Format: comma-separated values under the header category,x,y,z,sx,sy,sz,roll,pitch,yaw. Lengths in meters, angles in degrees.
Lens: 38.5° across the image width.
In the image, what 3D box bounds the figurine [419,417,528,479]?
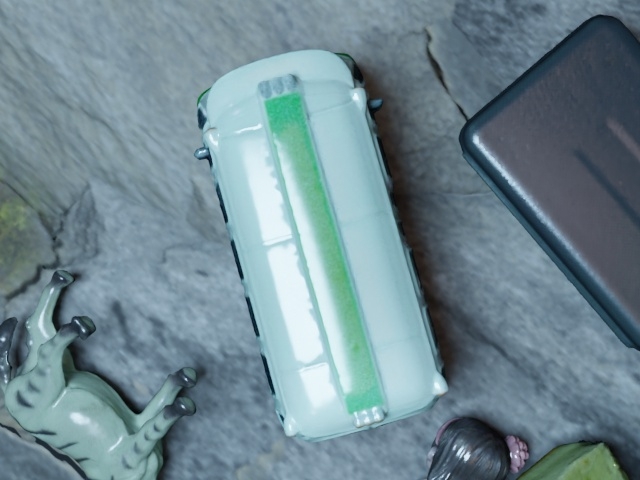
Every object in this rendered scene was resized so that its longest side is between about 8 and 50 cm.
category,x,y,z,sx,sy,sz,roll,pitch,yaw
figurine,0.101,0.196,0.700,0.072,0.054,0.129,32,91,-2

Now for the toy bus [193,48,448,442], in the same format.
category,x,y,z,sx,sy,sz,roll,pitch,yaw
toy bus,0.000,0.000,0.655,0.133,0.165,0.276,-16,88,-1

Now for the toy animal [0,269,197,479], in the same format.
category,x,y,z,sx,sy,sz,roll,pitch,yaw
toy animal,-0.177,0.150,0.701,0.217,0.073,0.176,40,104,6

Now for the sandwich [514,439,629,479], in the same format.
category,x,y,z,sx,sy,sz,roll,pitch,yaw
sandwich,0.172,0.301,0.658,0.212,0.063,0.245,-29,90,-20

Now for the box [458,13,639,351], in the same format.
category,x,y,z,sx,sy,sz,roll,pitch,yaw
box,0.232,-0.043,0.708,0.160,0.050,0.230,-40,88,-1
